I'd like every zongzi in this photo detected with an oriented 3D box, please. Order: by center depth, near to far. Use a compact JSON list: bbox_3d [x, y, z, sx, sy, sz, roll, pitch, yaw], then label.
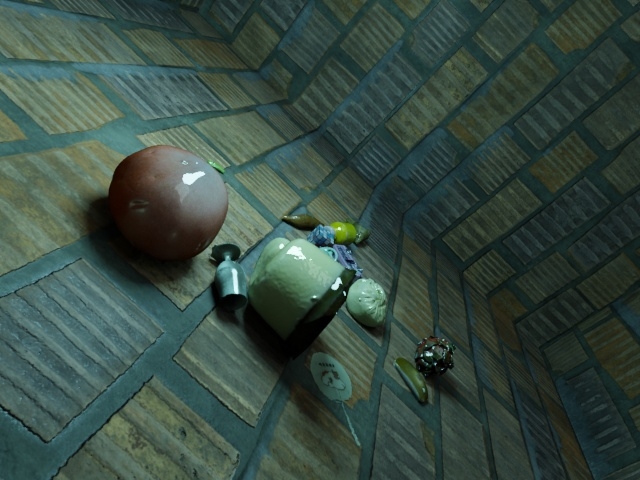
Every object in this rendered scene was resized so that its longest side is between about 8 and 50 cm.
[{"bbox_3d":[0.187,-0.060,2.463,0.176,0.078,0.160,40,22,12],"label":"zongzi"}]

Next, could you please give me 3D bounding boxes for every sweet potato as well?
[{"bbox_3d":[-0.063,-0.094,2.106,0.066,0.072,0.314,42,22,30],"label":"sweet potato"}]

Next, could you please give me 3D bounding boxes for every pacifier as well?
[{"bbox_3d":[0.026,0.098,1.916,0.116,0.127,0.150,57,3,-43],"label":"pacifier"}]

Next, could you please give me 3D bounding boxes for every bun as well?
[{"bbox_3d":[0.214,0.263,1.904,0.229,0.145,0.229,38,21,-18],"label":"bun"}]

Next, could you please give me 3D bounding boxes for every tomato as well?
[{"bbox_3d":[-0.439,-0.117,1.270,0.341,0.273,0.341,37,25,-20],"label":"tomato"}]

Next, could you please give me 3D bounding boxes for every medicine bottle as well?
[{"bbox_3d":[0.082,-0.034,2.180,0.212,0.122,0.122,2,48,-57],"label":"medicine bottle"}]

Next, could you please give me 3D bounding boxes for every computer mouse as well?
[{"bbox_3d":[0.381,0.571,1.802,0.102,0.045,0.199,1,49,-55],"label":"computer mouse"}]

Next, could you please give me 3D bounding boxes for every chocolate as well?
[{"bbox_3d":[-0.091,0.156,1.395,0.297,0.314,0.326,34,28,-4],"label":"chocolate"}]

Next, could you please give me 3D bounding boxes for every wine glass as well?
[{"bbox_3d":[-0.287,0.110,1.373,0.103,0.103,0.222,26,29,-37],"label":"wine glass"}]

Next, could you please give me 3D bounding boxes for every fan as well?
[{"bbox_3d":[0.063,0.508,1.423,0.191,0.009,0.329,23,32,-43],"label":"fan"}]

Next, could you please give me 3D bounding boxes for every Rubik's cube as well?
[{"bbox_3d":[0.000,0.000,2.028,0.092,0.092,0.092,37,25,-19],"label":"Rubik's cube"}]

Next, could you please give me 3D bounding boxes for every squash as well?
[{"bbox_3d":[-0.452,-0.319,1.883,0.089,0.027,0.027,29,29,-38],"label":"squash"}]

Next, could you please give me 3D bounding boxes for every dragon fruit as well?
[{"bbox_3d":[0.514,0.519,1.959,0.188,0.182,0.182,28,28,-54],"label":"dragon fruit"}]

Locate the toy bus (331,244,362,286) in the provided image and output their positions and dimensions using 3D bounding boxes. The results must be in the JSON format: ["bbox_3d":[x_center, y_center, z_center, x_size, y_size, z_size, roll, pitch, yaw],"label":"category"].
[{"bbox_3d":[0.107,0.115,2.018,0.108,0.096,0.199,13,37,-44],"label":"toy bus"}]
